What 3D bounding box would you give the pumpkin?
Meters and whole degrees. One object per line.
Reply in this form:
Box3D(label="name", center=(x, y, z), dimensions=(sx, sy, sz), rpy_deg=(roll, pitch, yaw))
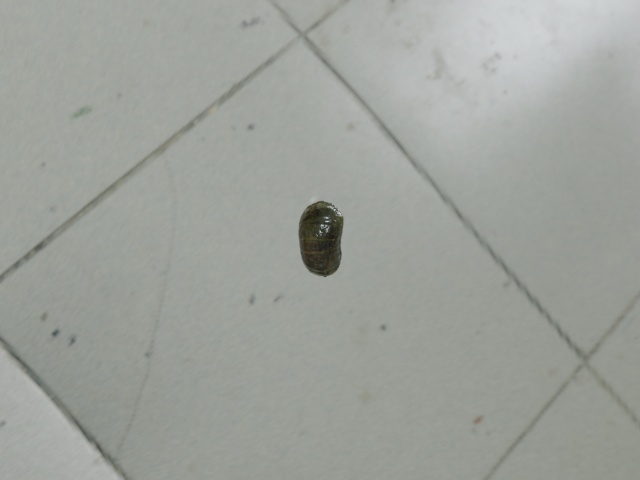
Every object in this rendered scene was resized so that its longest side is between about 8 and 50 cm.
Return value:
Box3D(label="pumpkin", center=(-0.001, 0.000, 1.430), dimensions=(0.028, 0.050, 0.083), rpy_deg=(-25, 112, -69))
